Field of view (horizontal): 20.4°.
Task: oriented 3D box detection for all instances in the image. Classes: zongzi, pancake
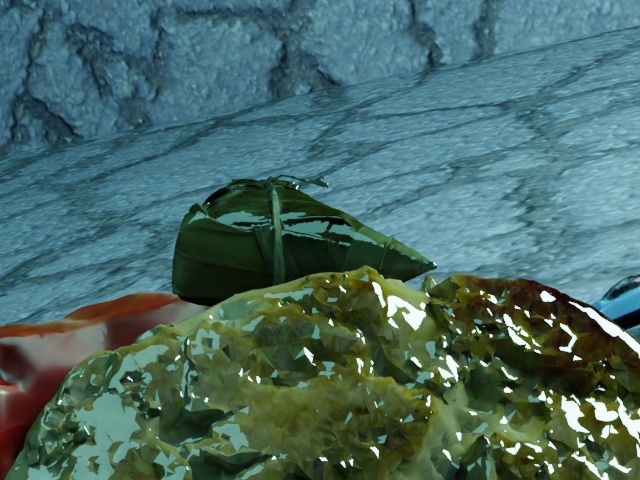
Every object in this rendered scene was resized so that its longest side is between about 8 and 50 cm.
[{"bbox_3d":[0.000,0.000,0.822,0.119,0.055,0.109,1,14,10],"label":"zongzi"},{"bbox_3d":[0.042,0.159,0.597,0.356,0.356,0.065,-23,-25,-29],"label":"pancake"}]

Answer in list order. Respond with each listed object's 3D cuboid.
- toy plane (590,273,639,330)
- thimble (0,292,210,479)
[{"bbox_3d":[0.280,0.036,1.284,0.246,0.078,0.169,-27,16,-19],"label":"toy plane"},{"bbox_3d":[-0.082,0.165,0.814,0.350,0.231,0.350,-14,12,3],"label":"thimble"}]
